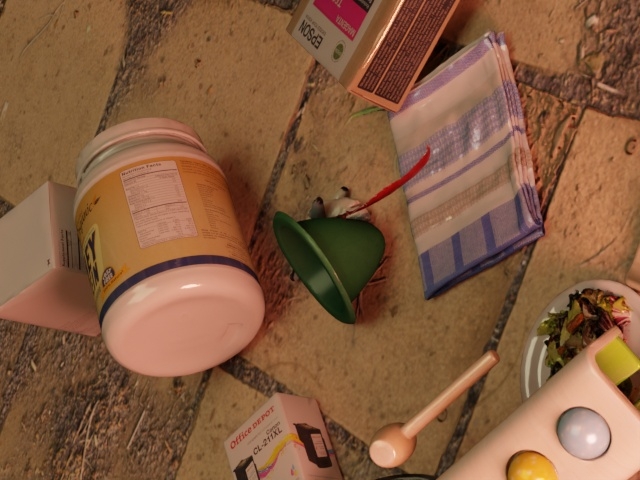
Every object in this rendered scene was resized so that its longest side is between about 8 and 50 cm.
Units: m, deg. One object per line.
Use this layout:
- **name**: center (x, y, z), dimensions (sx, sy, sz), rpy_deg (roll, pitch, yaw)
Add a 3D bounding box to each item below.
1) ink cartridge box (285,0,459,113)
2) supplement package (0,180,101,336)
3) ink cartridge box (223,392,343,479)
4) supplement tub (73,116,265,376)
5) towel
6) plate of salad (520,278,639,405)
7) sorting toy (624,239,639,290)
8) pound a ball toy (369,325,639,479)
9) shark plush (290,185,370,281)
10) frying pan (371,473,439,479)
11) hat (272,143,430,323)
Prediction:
- **ink cartridge box**: center (0.068, -0.303, 2.057), dimensions (0.193, 0.088, 0.235), rpy_deg (-61, 33, 14)
- **supplement package**: center (-0.376, 0.032, 2.410), dimensions (0.194, 0.203, 0.149), rpy_deg (-31, 56, 40)
- **ink cartridge box**: center (-0.045, 0.303, 2.035), dimensions (0.127, 0.072, 0.175), rpy_deg (-46, 48, 32)
- **supplement tub**: center (-0.220, 0.006, 2.213), dimensions (0.228, 0.228, 0.316), rpy_deg (-45, 48, 31)
- **towel**: center (0.172, -0.094, 1.936), dimensions (0.209, 0.034, 0.285), rpy_deg (-33, 55, 40)
- **plate of salad**: center (0.286, 0.138, 1.716), dimensions (0.200, 0.048, 0.200), rpy_deg (-19, 64, 46)
- **sorting toy**: center (0.412, -0.025, 1.626), dimensions (0.193, 0.038, 0.208), rpy_deg (27, 99, 50)
- **pound a ball toy**: center (0.198, 0.213, 1.656), dimensions (0.208, 0.136, 0.319), rpy_deg (49, 123, 9)
- **shark plush**: center (0.000, 0.000, 2.096), dimensions (0.067, 0.073, 0.161), rpy_deg (47, 113, 13)
- **frying pan**: center (0.125, 0.347, 1.773), dimensions (0.326, 0.197, 0.053), rpy_deg (12, 127, 45)
- **hat**: center (0.064, -0.010, 2.033), dimensions (0.183, 0.173, 0.208), rpy_deg (-35, 18, -13)
